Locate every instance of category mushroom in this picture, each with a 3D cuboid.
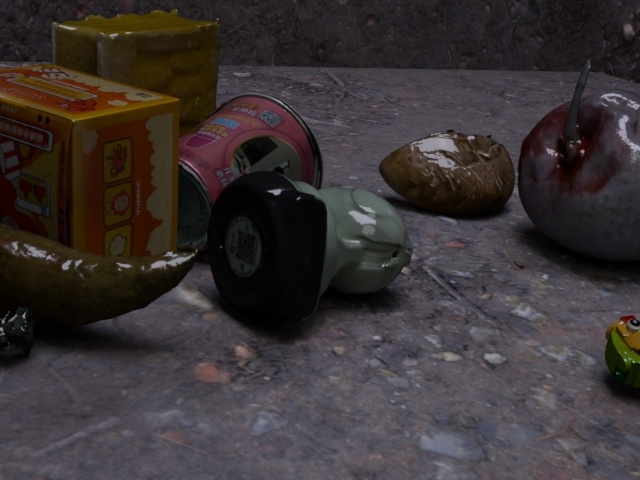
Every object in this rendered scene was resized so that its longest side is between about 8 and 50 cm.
[{"bbox_3d":[0.265,-0.111,1.619,0.286,0.156,0.151,-2,51,-18],"label":"mushroom"}]

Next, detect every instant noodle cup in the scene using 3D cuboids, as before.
[{"bbox_3d":[-0.159,-0.099,1.342,0.244,0.243,0.255,17,31,27],"label":"instant noodle cup"}]

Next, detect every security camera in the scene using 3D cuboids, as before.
[{"bbox_3d":[0.000,0.000,1.166,0.277,0.196,0.191,-4,14,-40],"label":"security camera"}]

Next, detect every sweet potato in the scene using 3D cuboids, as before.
[{"bbox_3d":[-0.356,0.039,1.017,0.423,0.130,0.130,5,20,16],"label":"sweet potato"}]

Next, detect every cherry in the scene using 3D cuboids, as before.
[{"bbox_3d":[0.518,-0.106,1.424,0.335,0.291,0.326,19,3,-5],"label":"cherry"}]

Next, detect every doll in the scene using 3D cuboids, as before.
[{"bbox_3d":[0.443,0.146,1.011,0.187,0.106,0.134,11,40,12],"label":"doll"}]

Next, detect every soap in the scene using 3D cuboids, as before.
[{"bbox_3d":[-0.316,-0.222,1.438,0.156,0.334,0.293,17,22,26],"label":"soap"}]

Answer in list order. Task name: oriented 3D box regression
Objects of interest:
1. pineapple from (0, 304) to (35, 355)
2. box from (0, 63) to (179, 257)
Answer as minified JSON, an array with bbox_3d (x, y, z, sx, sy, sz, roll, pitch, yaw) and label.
[{"bbox_3d":[-0.406,0.103,0.906,0.198,0.108,0.108,-5,23,-40],"label":"pineapple"},{"bbox_3d":[-0.376,-0.095,1.193,0.284,0.259,0.214,18,27,28],"label":"box"}]
